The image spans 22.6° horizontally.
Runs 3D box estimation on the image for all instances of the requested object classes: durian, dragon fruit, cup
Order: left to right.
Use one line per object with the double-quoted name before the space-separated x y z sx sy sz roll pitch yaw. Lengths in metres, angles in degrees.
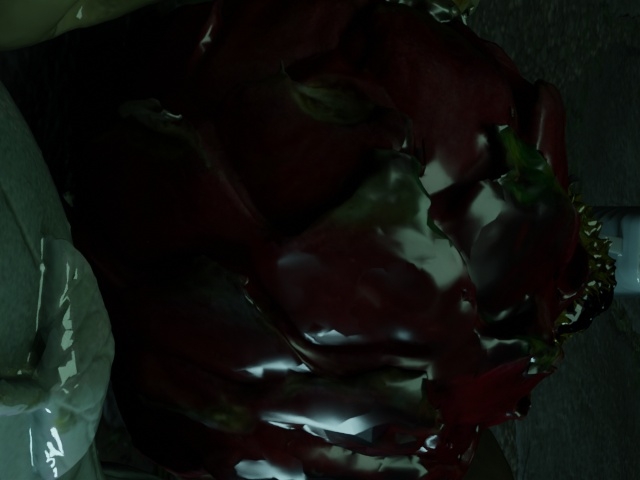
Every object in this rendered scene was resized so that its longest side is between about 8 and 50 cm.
"dragon fruit" 0.001 0.000 0.930 0.329 0.329 0.329 -19 113 -57
"durian" 0.185 0.050 1.446 0.193 0.137 0.237 -11 106 -59
"cup" 0.267 0.009 1.595 0.128 0.129 0.095 16 75 -57

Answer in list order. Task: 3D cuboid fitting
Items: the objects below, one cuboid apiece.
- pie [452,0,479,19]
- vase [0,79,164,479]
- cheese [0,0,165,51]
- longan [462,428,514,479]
"pie" 0.080 -0.294 1.243 0.308 0.085 0.308 -22 116 -58
"vase" -0.193 0.070 0.716 0.250 0.250 0.445 -63 147 -32
"cheese" -0.037 -0.269 0.820 0.328 0.129 0.351 -28 159 -46
"longan" 0.015 0.217 1.101 0.246 0.246 0.215 19 54 -60
